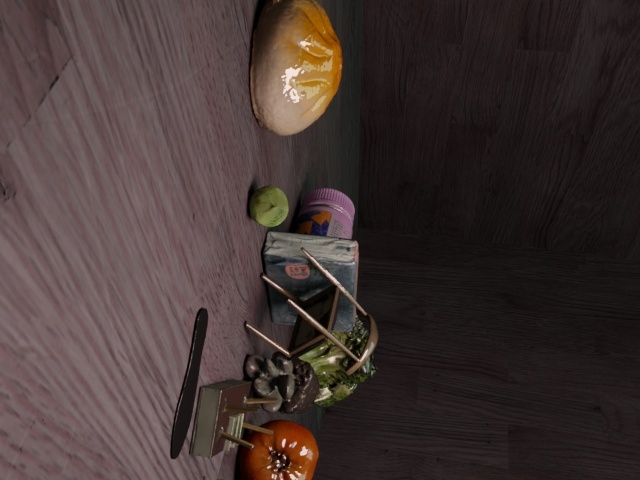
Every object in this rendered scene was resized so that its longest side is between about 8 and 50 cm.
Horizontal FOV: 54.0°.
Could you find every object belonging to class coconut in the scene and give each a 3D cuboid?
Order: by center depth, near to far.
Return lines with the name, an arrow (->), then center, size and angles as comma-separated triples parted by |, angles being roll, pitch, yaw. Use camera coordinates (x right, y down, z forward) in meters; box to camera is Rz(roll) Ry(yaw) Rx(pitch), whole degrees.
coconut -> -0.110, -0.072, 1.328 | 0.096, 0.088, 0.088 | -175, -88, -68

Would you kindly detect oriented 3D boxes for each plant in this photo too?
plant -> -0.101, 0.348, 1.543 | 0.274, 0.146, 0.149 | 53, 52, -66

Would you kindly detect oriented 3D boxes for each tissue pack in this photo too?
tissue pack -> -0.019, 0.109, 1.611 | 0.315, 0.228, 0.103 | 88, 11, -51

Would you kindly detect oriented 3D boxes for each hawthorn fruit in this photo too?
hawthorn fruit -> -0.109, 0.539, 1.549 | 0.225, 0.196, 0.196 | 121, -20, -69

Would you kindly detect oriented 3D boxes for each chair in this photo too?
chair -> -0.015, 0.184, 1.471 | 0.166, 0.272, 0.188 | -33, -152, 37

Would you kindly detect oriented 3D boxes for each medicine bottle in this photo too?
medicine bottle -> 0.000, 0.000, 1.848 | 0.178, 0.178, 0.290 | 89, 11, -47

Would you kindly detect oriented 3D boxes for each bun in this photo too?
bun -> -0.036, -0.367, 1.311 | 0.299, 0.165, 0.299 | 5, 90, -83

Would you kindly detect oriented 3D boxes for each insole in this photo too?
insole -> -0.221, 0.240, 1.071 | 0.086, 0.005, 0.253 | 73, 25, -74

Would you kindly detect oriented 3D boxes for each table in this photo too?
table -> -0.158, 0.347, 1.233 | 0.240, 0.111, 0.121 | 52, 46, -79

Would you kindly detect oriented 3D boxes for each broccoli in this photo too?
broccoli -> 0.034, 0.379, 2.106 | 0.317, 0.338, 0.277 | 32, 33, -58
